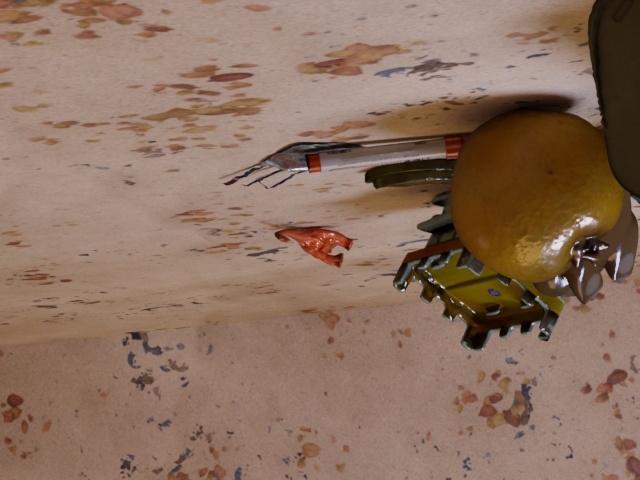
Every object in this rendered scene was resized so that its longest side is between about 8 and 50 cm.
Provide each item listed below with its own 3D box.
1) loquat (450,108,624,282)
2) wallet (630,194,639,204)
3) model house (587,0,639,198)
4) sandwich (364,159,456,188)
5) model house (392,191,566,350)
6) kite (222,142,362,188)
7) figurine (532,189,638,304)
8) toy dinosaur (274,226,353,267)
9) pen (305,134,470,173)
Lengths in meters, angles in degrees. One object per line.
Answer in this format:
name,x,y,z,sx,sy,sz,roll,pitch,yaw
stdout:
loquat,0.252,-0.052,1.838,0.208,0.208,0.208,-5,171,-1
wallet,0.464,-0.061,1.591,0.237,0.075,0.342,-3,176,25
model house,0.392,-0.146,1.428,0.218,0.205,0.278,-8,179,26
sandwich,0.125,-0.088,2.110,0.135,0.029,0.067,-6,171,7
model house,0.255,0.021,2.292,0.198,0.215,0.224,41,150,-20
kite,-0.036,-0.094,2.022,0.127,0.016,0.229,5,166,-35
figurine,0.319,-0.035,2.078,0.173,0.177,0.247,32,157,39
toy dinosaur,-0.002,0.006,2.556,0.101,0.055,0.279,16,178,13
pen,0.100,-0.109,1.947,0.239,0.028,0.028,-6,171,-4
